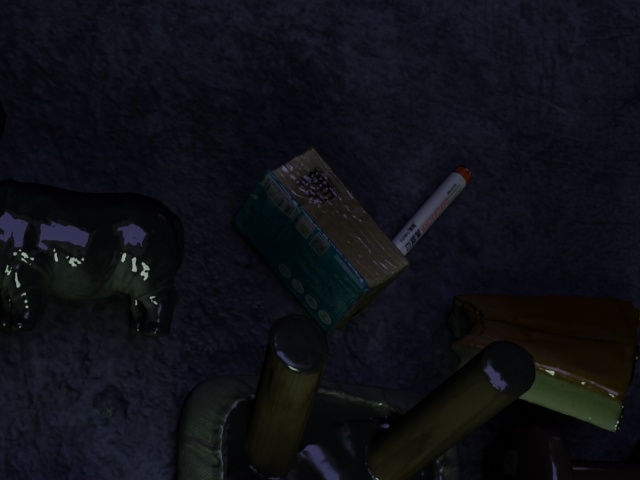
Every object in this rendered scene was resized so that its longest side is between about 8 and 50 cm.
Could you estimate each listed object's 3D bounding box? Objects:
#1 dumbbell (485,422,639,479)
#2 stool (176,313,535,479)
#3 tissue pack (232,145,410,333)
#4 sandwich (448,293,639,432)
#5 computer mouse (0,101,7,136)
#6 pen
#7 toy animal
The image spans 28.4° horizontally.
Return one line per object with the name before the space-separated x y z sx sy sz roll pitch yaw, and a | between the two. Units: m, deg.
dumbbell | 0.296 0.260 1.331 0.225 0.140 0.124 6 82 -22
stool | 0.037 0.244 1.177 0.310 0.226 0.310 7 61 -20
tissue pack | 0.000 0.000 1.348 0.082 0.120 0.169 -35 80 -36
sandwich | 0.248 0.103 1.409 0.212 0.063 0.245 19 23 10
computer mouse | -0.413 -0.093 1.244 0.147 0.088 0.264 25 60 -7
pen | 0.111 -0.016 1.460 0.026 0.026 0.218 42 56 2
toy animal | -0.289 0.000 1.194 0.343 0.106 0.168 20 79 -24
